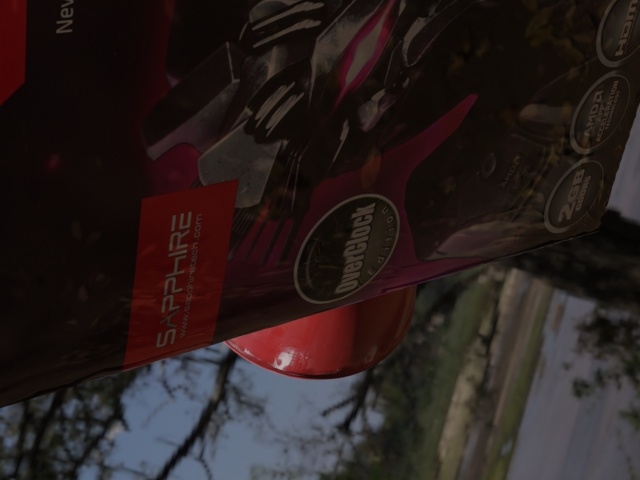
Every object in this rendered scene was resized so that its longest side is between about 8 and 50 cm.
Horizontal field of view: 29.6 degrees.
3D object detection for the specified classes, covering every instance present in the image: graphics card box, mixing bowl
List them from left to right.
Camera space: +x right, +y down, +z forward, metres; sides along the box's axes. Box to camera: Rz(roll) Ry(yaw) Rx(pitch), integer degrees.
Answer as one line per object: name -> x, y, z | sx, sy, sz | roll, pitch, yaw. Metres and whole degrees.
graphics card box -> -0.007, -0.082, 0.493 | 0.371, 0.094, 0.233 | -14, -52, -36
mixing bowl -> 0.000, 0.000, 0.880 | 0.098, 0.181, 0.181 | 118, 174, -54
